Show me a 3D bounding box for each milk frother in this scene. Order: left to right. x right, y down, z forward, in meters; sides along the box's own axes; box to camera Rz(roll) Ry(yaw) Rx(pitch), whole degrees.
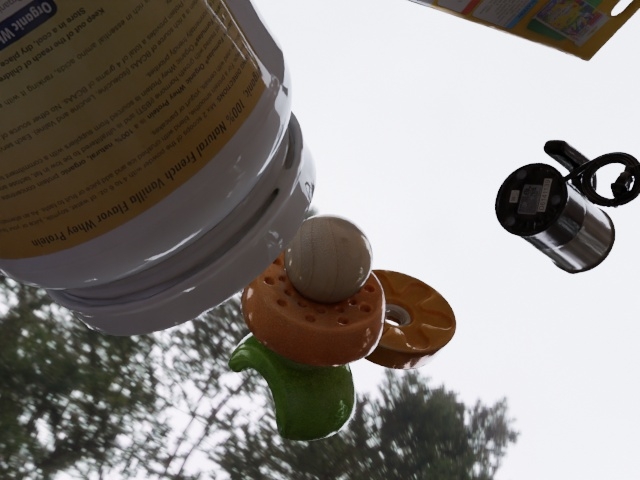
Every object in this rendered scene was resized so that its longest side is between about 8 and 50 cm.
[{"bbox_3d":[0.288,-0.031,1.069,0.143,0.135,0.129,29,-89,43],"label":"milk frother"}]

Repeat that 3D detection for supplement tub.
[{"bbox_3d":[-0.154,-0.116,0.569,0.228,0.316,0.228,-19,-141,16],"label":"supplement tub"}]

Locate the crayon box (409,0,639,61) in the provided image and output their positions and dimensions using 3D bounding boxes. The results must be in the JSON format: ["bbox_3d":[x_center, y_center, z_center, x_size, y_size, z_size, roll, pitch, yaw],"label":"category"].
[{"bbox_3d":[0.197,-0.282,0.866,0.203,0.323,0.083,-48,-125,32],"label":"crayon box"}]

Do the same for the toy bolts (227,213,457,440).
[{"bbox_3d":[0.000,0.000,0.762,0.218,0.158,0.228,-17,-133,-38],"label":"toy bolts"}]
